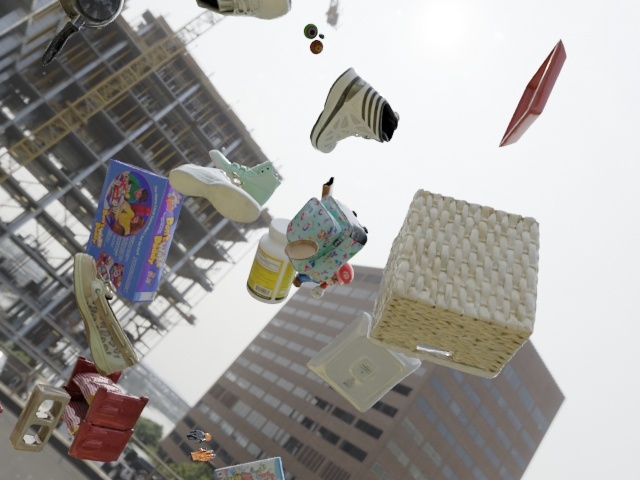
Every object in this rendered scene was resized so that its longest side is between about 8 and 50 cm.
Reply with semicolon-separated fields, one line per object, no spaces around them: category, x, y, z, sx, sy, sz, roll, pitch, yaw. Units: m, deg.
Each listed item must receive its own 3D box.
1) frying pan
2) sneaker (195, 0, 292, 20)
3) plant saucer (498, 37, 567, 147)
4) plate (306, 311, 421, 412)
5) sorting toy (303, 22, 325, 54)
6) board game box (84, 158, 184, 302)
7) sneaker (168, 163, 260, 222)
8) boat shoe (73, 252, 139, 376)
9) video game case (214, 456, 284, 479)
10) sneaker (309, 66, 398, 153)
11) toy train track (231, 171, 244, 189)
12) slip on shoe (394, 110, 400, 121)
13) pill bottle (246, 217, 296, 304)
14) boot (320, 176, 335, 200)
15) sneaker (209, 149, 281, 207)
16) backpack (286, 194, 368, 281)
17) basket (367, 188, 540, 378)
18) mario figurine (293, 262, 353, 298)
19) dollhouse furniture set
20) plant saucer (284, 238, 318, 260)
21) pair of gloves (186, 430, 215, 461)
frying pan;-0.664;-0.640;1.393;0.053;0.326;0.197;29;-25;26
sneaker;-0.227;-0.691;1.501;0.298;0.129;0.110;10;-51;18
plant saucer;0.643;-0.426;1.547;0.048;0.258;0.259;26;-12;6
plate;0.142;0.412;1.674;0.277;0.278;0.045;43;13;-14
sorting toy;-0.015;-0.663;1.691;0.042;0.061;0.101;-116;-179;-58
board game box;-0.529;-0.029;1.441;0.234;0.346;0.078;20;5;26
sneaker;-0.216;-0.117;1.123;0.212;0.094;0.080;27;-56;3
boat shoe;-0.492;0.160;1.172;0.104;0.090;0.284;157;-83;-75
video game case;-0.164;0.589;1.213;0.015;0.167;0.119;47;29;-73
sneaker;0.121;-0.395;1.870;0.258;0.169;0.447;41;-24;5
toy train track;-0.187;-0.127;1.222;0.083;0.014;0.048;66;9;3
slip on shoe;0.228;-0.462;1.919;0.136;0.041;0.051;-4;-40;8
pill bottle;-0.180;0.082;2.116;0.188;0.188;0.333;33;-60;22
boot;0.026;-0.162;2.398;0.096;0.264;0.280;11;-70;15
sneaker;-0.250;-0.247;1.759;0.256;0.151;0.094;45;3;-11
backpack;0.000;0.000;1.674;0.191;0.253;0.225;23;26;-40
basket;0.316;0.103;1.225;0.329;0.331;0.266;16;-32;7
mario figurine;-0.005;0.156;2.284;0.321;0.169;0.198;-5;-25;32
dollhouse furniture set;-0.581;0.324;1.067;0.374;0.152;0.201;31;-10;-40
plant saucer;-0.046;0.025;1.243;0.084;0.083;0.015;24;-46;37
pair of gloves;-0.300;0.516;1.291;0.074;0.010;0.083;21;29;-42
